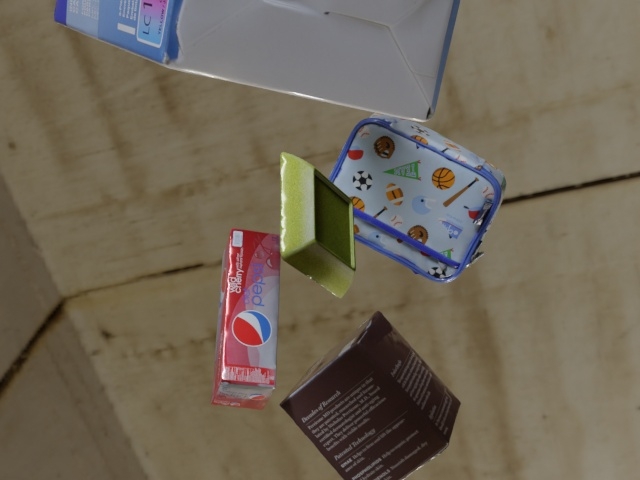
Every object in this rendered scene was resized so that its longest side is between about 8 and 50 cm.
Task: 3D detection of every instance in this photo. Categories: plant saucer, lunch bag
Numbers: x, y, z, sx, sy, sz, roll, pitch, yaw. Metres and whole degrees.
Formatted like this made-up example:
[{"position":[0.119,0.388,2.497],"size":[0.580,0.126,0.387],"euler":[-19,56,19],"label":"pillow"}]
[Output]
[{"position":[0.004,-0.027,1.526],"size":[0.188,0.045,0.188],"euler":[37,-135,-51],"label":"plant saucer"},{"position":[0.164,-0.069,1.697],"size":[0.243,0.303,0.115],"euler":[-63,-8,21],"label":"lunch bag"}]

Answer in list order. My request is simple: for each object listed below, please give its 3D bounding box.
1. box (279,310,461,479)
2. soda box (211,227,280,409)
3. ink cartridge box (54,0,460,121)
[{"position":[0.082,0.251,1.471],"size":[0.203,0.167,0.168],"euler":[49,-161,1],"label":"box"},{"position":[-0.112,0.117,1.466],"size":[0.092,0.083,0.263],"euler":[116,159,-55],"label":"soda box"},{"position":[-0.090,-0.241,0.945],"size":[0.395,0.270,0.151],"euler":[28,108,56],"label":"ink cartridge box"}]
